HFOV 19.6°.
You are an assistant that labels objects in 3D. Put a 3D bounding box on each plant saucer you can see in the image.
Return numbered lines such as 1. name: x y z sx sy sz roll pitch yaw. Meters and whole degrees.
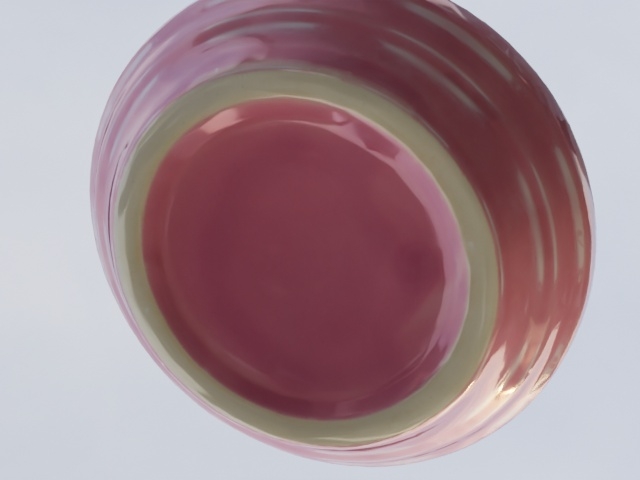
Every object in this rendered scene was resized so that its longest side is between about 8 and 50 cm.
1. plant saucer: 0.000 0.000 1.144 0.332 0.332 0.084 54 -151 -6
